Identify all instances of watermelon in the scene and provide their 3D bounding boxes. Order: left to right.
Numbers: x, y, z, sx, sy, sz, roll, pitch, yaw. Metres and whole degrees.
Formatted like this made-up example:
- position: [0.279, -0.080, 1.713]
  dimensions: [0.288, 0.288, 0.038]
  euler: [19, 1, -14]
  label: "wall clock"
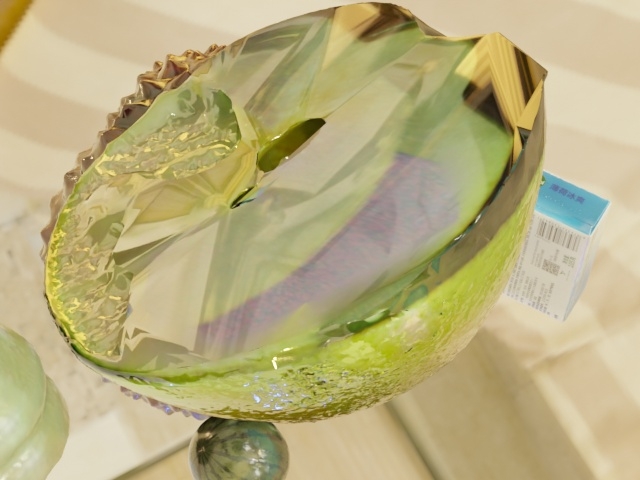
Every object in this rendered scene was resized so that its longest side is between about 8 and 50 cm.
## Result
- position: [-0.079, 0.239, 1.722]
  dimensions: [0.105, 0.133, 0.105]
  euler: [-25, 51, 34]
  label: "watermelon"

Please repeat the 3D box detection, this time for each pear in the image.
- position: [-0.002, 0.005, 1.162]
  dimensions: [0.399, 0.399, 0.165]
  euler: [18, 146, 47]
  label: "pear"

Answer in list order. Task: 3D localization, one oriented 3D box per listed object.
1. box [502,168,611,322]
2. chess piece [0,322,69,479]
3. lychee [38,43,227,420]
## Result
- position: [0.285, 0.002, 2.068]
  dimensions: [0.139, 0.073, 0.194]
  euler: [27, 146, 16]
  label: "box"
- position: [-0.436, 0.070, 1.581]
  dimensions: [0.234, 0.234, 0.442]
  euler: [23, 146, 45]
  label: "chess piece"
- position: [-0.117, 0.016, 1.842]
  dimensions: [0.424, 0.425, 0.500]
  euler: [36, 128, 36]
  label: "lychee"
